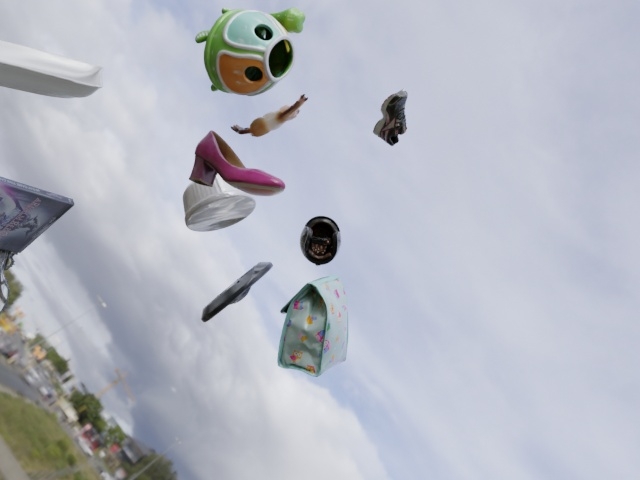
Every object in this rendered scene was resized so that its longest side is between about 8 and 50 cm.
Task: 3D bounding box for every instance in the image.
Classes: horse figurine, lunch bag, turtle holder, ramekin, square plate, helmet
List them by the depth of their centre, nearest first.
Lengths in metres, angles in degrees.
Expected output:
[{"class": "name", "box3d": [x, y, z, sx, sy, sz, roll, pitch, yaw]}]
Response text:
[{"class": "square plate", "box3d": [-0.574, -0.321, 1.069, 0.347, 0.344, 0.049, -131, -126, -62]}, {"class": "lunch bag", "box3d": [-0.009, 0.231, 1.700, 0.160, 0.223, 0.262, 8, -85, 22]}, {"class": "turtle holder", "box3d": [-0.182, -0.555, 1.753, 0.228, 0.320, 0.243, 18, -60, 32]}, {"class": "horse figurine", "box3d": [-0.156, -0.384, 1.882, 0.174, 0.263, 0.066, -106, 172, -75]}, {"class": "helmet", "box3d": [0.000, 0.000, 2.181, 0.161, 0.169, 0.169, -92, 159, -68]}, {"class": "ramekin", "box3d": [-0.385, -0.148, 2.201, 0.127, 0.273, 0.273, 68, -25, 18]}]

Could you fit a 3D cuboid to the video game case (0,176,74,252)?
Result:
[{"class": "video game case", "box3d": [-0.687, -0.058, 1.232, 0.274, 0.196, 0.026, 23, 34, -60]}]

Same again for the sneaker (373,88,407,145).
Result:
[{"class": "sneaker", "box3d": [0.201, -0.317, 1.551, 0.077, 0.072, 0.178, 49, -22, 17]}]

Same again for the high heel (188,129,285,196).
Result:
[{"class": "high heel", "box3d": [-0.244, -0.243, 1.797, 0.377, 0.181, 0.127, 13, -9, 30]}]

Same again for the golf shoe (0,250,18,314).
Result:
[{"class": "golf shoe", "box3d": [-0.755, 0.085, 1.341, 0.077, 0.198, 0.094, -5, -19, 14]}]

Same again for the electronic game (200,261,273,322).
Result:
[{"class": "electronic game", "box3d": [-0.213, 0.131, 1.521, 0.048, 0.229, 0.229, 50, -28, -3]}]
